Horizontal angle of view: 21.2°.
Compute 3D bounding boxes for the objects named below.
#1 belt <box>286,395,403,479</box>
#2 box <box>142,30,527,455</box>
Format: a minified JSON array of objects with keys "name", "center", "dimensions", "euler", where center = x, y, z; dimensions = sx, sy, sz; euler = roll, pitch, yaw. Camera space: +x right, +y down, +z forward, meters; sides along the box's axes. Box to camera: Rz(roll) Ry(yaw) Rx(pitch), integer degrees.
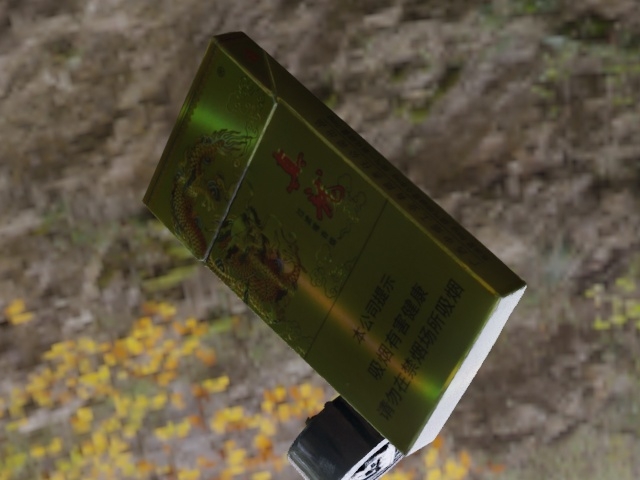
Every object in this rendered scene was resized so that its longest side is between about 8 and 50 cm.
[{"name":"belt","center":[0.037,0.205,1.777],"dimensions":[0.141,0.190,0.082],"euler":[-38,-105,-7]},{"name":"box","center":[0.000,0.000,1.298],"dimensions":[0.311,0.173,0.043],"euler":[43,-142,22]}]
